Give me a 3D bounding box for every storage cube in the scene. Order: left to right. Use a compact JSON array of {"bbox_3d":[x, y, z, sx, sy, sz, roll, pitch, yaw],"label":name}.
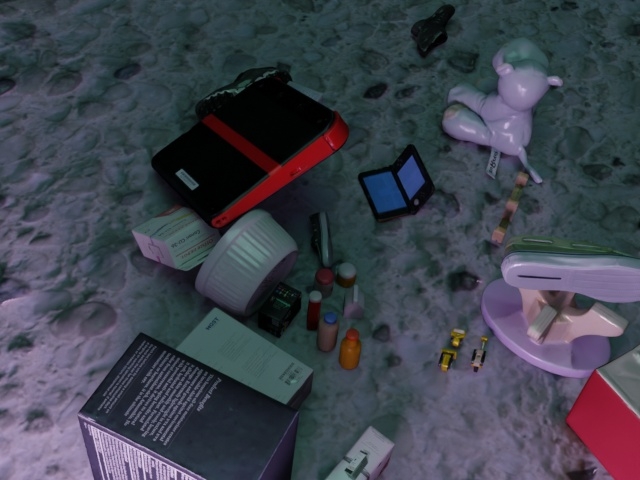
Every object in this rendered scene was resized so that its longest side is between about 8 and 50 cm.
[{"bbox_3d":[0.589,0.307,1.681,0.183,0.193,0.215,-25,57,-22],"label":"storage cube"}]

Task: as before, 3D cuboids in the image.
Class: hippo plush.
[{"bbox_3d":[0.405,-0.325,2.122,0.234,0.236,0.294,6,52,0],"label":"hippo plush"}]

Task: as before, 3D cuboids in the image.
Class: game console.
[{"bbox_3d":[-0.150,-0.190,1.934,0.342,0.060,0.386,-39,35,-9],"label":"game console"},{"bbox_3d":[0.164,-0.127,2.050,0.085,0.124,0.144,6,47,-34],"label":"game console"}]

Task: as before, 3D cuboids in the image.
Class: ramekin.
[{"bbox_3d":[-0.134,0.050,1.816,0.109,0.207,0.207,38,58,12],"label":"ramekin"}]

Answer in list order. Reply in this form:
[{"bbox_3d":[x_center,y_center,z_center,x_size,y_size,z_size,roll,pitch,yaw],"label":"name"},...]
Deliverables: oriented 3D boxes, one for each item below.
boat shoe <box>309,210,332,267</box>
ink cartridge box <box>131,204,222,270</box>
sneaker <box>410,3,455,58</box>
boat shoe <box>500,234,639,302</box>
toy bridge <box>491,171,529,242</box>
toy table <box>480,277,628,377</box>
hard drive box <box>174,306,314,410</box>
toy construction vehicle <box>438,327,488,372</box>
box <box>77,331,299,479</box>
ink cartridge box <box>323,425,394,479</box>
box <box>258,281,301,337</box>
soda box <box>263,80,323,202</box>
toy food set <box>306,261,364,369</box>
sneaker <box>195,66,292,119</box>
[{"bbox_3d":[0.000,0.000,1.963,0.040,0.049,0.142,-12,51,10],"label":"boat shoe"},{"bbox_3d":[-0.276,-0.007,1.864,0.115,0.067,0.198,-33,27,-26],"label":"ink cartridge box"},{"bbox_3d":[0.298,-0.533,2.394,0.170,0.051,0.089,-33,62,-21],"label":"sneaker"},{"bbox_3d":[0.486,0.041,1.733,0.302,0.109,0.094,8,51,3],"label":"boat shoe"},{"bbox_3d":[0.409,-0.066,2.033,0.026,0.063,0.188,22,55,11],"label":"toy bridge"},{"bbox_3d":[0.451,0.133,1.825,0.274,0.161,0.252,24,55,12],"label":"toy table"},{"bbox_3d":[-0.157,0.258,1.720,0.232,0.089,0.181,31,56,18],"label":"hard drive box"},{"bbox_3d":[0.278,0.219,1.827,0.086,0.035,0.098,9,49,16],"label":"toy construction vehicle"},{"bbox_3d":[-0.204,0.345,1.521,0.294,0.296,0.183,25,54,13],"label":"box"},{"bbox_3d":[0.062,0.401,1.622,0.056,0.099,0.135,34,58,19],"label":"ink cartridge box"},{"bbox_3d":[-0.079,0.135,1.838,0.052,0.062,0.083,26,54,16],"label":"box"},{"bbox_3d":[-0.096,-0.222,2.088,0.091,0.098,0.286,22,53,15],"label":"soda box"},{"bbox_3d":[0.032,0.123,1.829,0.111,0.104,0.232,5,52,-1],"label":"toy food set"},{"bbox_3d":[-0.183,-0.343,2.193,0.234,0.078,0.106,-24,30,-3],"label":"sneaker"}]
